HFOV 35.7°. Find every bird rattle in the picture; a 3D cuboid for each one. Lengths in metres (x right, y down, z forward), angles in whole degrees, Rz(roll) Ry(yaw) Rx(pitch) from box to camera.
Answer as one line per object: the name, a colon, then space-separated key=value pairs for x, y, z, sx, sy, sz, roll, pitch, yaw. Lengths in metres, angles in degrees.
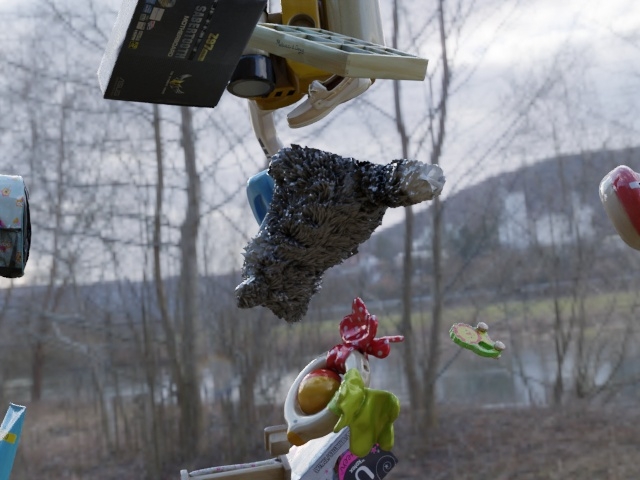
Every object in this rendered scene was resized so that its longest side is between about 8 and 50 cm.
bird rattle: x=0.023 y=0.221 z=1.571 sx=0.207 sy=0.253 sz=0.143 roll=-31 pitch=-53 yaw=22

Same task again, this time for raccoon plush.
raccoon plush: x=0.000 y=0.000 z=1.718 sx=0.216 sy=0.299 sz=0.446 roll=22 pitch=-10 yaw=-20

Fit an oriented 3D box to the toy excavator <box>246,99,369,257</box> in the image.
toy excavator: x=-0.085 y=-0.146 z=2.284 sx=0.222 sy=0.445 sz=0.433 roll=-29 pitch=-8 yaw=-16

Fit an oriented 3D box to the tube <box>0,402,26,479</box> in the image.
tube: x=-0.578 y=0.399 z=1.797 sx=0.052 sy=0.207 sz=0.080 roll=25 pitch=-17 yaw=-39

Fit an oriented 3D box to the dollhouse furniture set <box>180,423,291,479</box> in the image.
dollhouse furniture set: x=-0.221 y=0.464 z=1.859 sx=0.303 sy=0.356 sz=0.174 roll=-5 pitch=32 yaw=-14

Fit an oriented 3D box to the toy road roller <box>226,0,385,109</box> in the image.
toy road roller: x=-0.043 y=-0.368 z=1.931 sx=0.329 sy=0.202 sz=0.240 roll=-6 pitch=-14 yaw=1

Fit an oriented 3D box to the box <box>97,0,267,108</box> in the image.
box: x=-0.202 y=-0.293 z=1.433 sx=0.183 sy=0.059 sz=0.233 roll=1 pitch=-35 yaw=-30

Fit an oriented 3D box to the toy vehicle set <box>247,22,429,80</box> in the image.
toy vehicle set: x=0.016 y=-0.297 z=1.551 sx=0.166 sy=0.035 sz=0.267 roll=-5 pitch=23 yaw=-40

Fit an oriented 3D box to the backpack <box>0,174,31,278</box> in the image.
backpack: x=-0.613 y=-0.034 z=1.853 sx=0.144 sy=0.188 sz=0.166 roll=10 pitch=2 yaw=-24

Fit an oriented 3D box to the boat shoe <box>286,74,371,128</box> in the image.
boat shoe: x=0.006 y=-0.264 z=1.782 sx=0.170 sy=0.059 sz=0.063 roll=-32 pitch=33 yaw=1

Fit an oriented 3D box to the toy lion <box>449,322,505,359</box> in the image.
toy lion: x=0.322 y=0.208 z=2.075 sx=0.096 sy=0.034 sz=0.100 roll=-2 pitch=36 yaw=-34

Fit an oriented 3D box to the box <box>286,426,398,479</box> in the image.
box: x=0.013 y=0.491 z=2.065 sx=0.247 sy=0.142 sz=0.163 roll=-46 pitch=14 yaw=-16

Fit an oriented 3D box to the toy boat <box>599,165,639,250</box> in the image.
toy boat: x=0.577 y=-0.064 z=1.644 sx=0.231 sy=0.151 sz=0.151 roll=11 pitch=-41 yaw=-35
